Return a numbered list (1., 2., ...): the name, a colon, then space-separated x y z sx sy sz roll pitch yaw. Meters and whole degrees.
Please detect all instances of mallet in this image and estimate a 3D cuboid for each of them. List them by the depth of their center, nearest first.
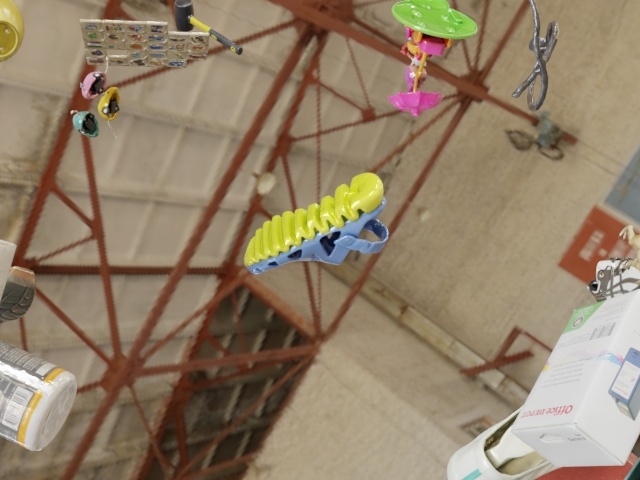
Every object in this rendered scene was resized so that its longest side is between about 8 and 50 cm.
1. mallet: -0.221 -0.405 1.832 0.039 0.190 0.062 -34 -27 -31

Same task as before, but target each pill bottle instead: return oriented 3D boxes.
1. pill bottle: -0.620 0.273 1.770 0.162 0.278 0.162 24 -90 -84

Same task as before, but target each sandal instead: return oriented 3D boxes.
1. sandal: 0.000 0.000 1.751 0.138 0.317 0.126 54 -153 -29

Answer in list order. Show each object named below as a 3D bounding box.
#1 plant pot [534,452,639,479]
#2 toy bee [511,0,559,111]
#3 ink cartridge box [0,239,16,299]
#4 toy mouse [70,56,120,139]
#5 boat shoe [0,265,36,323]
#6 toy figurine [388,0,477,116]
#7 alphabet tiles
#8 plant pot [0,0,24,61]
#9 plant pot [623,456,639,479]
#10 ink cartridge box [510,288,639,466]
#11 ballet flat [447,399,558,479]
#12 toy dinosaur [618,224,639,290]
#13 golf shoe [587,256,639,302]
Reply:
1. plant pot: 0.521 0.502 1.787 0.267 0.267 0.236 29 -83 -43
2. toy bee: 0.109 -0.246 0.570 0.195 0.162 0.298 -67 -8 -83
3. ink cartridge box: -0.584 0.118 1.303 0.131 0.226 0.306 163 124 -84
4. toy mouse: -0.403 -0.239 1.633 0.143 0.031 0.161 -40 -36 -59
5. boat shoe: -0.723 0.118 2.033 0.122 0.120 0.324 26 -40 -35
6. toy figurine: 0.150 -0.276 1.428 0.130 0.173 0.159 7 -56 -11
7. alphabet tiles: -0.335 -0.378 1.802 0.237 0.009 0.198 -1 -13 -10
8. plant pot: -0.566 -0.359 1.607 0.134 0.095 0.134 -19 -53 -27
9. plant pot: 0.499 0.391 1.264 0.165 0.166 0.234 -49 -34 -16
10. ink cartridge box: 0.362 0.185 1.222 0.212 0.093 0.154 -53 7 -24
11. ballet flat: 0.379 0.306 1.536 0.400 0.139 0.139 -24 -38 -31
12. toy dinosaur: 0.470 0.006 1.344 0.092 0.053 0.183 -89 0 -80
13. golf shoe: 0.529 0.061 1.632 0.077 0.094 0.198 -36 -21 -33
